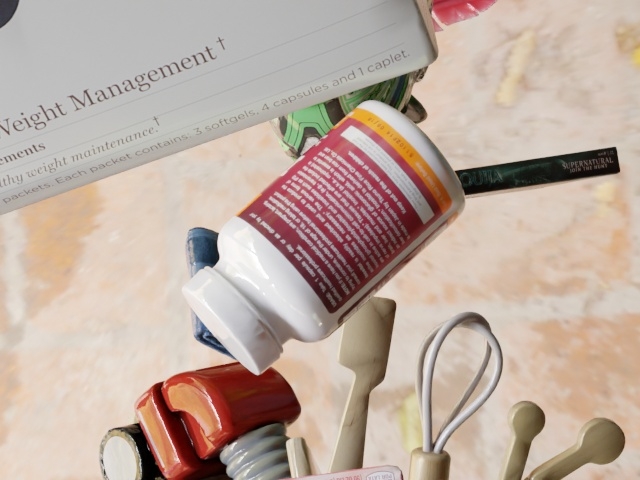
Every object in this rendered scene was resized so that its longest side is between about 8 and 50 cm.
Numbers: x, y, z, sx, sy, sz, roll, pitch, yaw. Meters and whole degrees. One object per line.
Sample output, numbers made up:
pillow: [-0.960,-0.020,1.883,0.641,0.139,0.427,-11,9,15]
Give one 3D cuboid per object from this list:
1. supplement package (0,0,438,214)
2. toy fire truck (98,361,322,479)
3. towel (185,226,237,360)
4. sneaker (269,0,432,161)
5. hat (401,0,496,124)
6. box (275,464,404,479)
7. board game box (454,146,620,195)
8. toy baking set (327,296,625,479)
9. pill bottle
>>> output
supplement package: [-0.090,-0.142,0.551,0.194,0.149,0.203,-20,128,9]
toy fire truck: [-0.046,0.178,1.250,0.246,0.158,0.217,-43,65,39]
towel: [-0.087,0.044,1.487,0.067,0.119,0.029,27,131,-36]
sneaker: [0.017,-0.176,1.096,0.134,0.344,0.146,5,132,14]
hat: [0.057,-0.214,1.445,0.208,0.173,0.184,20,110,-15]
box: [-0.072,0.210,0.935,0.256,0.128,0.123,-7,70,-2]
board game box: [0.157,-0.055,1.512,0.186,0.126,0.026,-9,90,-31]
toy baking set: [0.079,0.155,1.056,0.256,0.030,0.197,38,92,-14]
pill bottle: [0.000,0.000,0.932,0.152,0.086,0.086,-42,94,-12]
